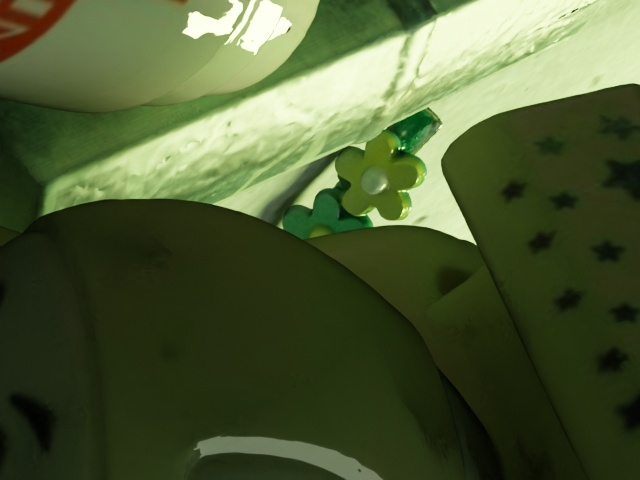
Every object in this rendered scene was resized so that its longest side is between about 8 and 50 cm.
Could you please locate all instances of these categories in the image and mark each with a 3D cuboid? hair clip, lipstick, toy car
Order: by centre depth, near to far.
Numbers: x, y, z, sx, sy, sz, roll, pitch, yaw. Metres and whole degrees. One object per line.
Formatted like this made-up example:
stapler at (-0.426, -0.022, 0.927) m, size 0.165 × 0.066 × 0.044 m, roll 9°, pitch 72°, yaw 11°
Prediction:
toy car at (-0.057, 0.075, 0.522) m, size 0.336 × 0.242 × 0.226 m, roll 6°, pitch 130°, yaw -24°
lipstick at (-0.011, -0.072, 0.706) m, size 0.290 × 0.076 × 0.077 m, roll -25°, pitch 158°, yaw -34°
hair clip at (0.001, 0.001, 0.969) m, size 0.173 × 0.049 × 0.049 m, roll -47°, pitch 162°, yaw 27°

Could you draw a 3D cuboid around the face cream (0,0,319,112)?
face cream at (-0.093, -0.087, 0.454) m, size 0.102 × 0.102 × 0.345 m, roll -45°, pitch 161°, yaw 15°
